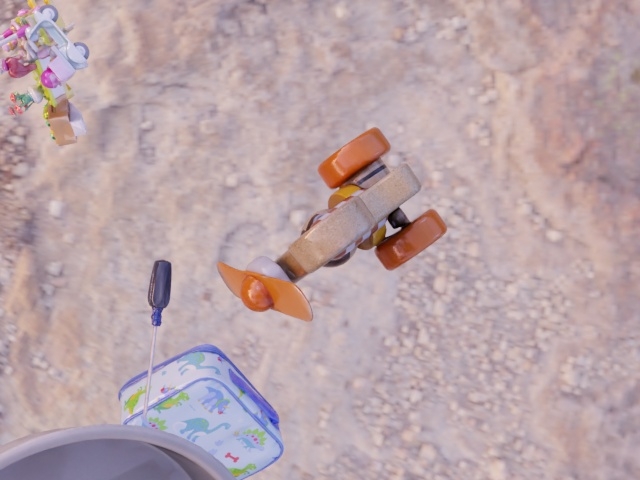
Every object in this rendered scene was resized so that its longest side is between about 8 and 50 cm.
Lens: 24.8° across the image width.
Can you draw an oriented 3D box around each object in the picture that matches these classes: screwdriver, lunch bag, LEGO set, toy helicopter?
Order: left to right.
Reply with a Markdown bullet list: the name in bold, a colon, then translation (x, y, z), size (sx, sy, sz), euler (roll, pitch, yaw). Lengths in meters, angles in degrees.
- **LEGO set**: translation (-0.329, -0.180, 1.600), size (0.107, 0.287, 0.132), euler (-32, 84, -16)
- **screwdriver**: translation (-0.173, 0.105, 1.537), size (0.024, 0.025, 0.170), euler (10, 81, -58)
- **lunch bag**: translation (-0.162, 0.253, 2.038), size (0.176, 0.090, 0.219), euler (-30, 128, 13)
- **toy helicopter**: translation (0.000, 0.000, 1.467), size (0.235, 0.355, 0.140), euler (-34, 89, 2)

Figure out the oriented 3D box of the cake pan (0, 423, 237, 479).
- **cake pan**: translation (-0.178, 0.258, 1.024), size (0.293, 0.054, 0.293), euler (-9, 110, -27)
